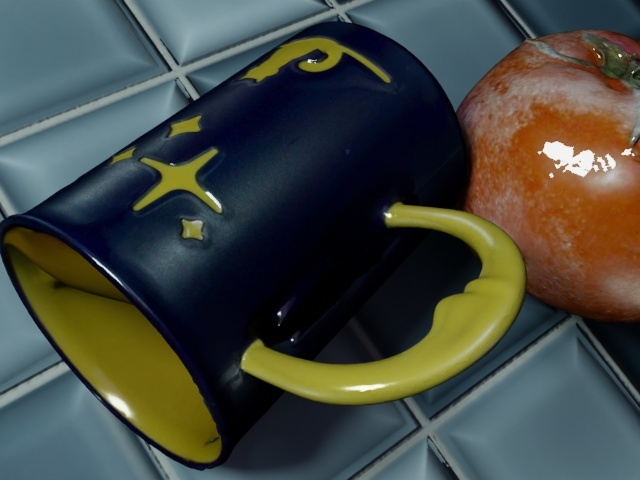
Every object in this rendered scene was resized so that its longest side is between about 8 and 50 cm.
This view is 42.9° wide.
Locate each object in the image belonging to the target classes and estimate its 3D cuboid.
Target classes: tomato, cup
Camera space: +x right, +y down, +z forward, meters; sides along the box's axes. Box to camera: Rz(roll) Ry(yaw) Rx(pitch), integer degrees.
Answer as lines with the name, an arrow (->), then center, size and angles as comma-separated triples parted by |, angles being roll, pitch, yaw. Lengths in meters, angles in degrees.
tomato -> 0.198, -0.045, 0.594 | 0.231, 0.189, 0.232 | 2, 33, -1
cup -> -0.006, 0.010, 0.494 | 0.255, 0.178, 0.256 | 36, 57, 19
